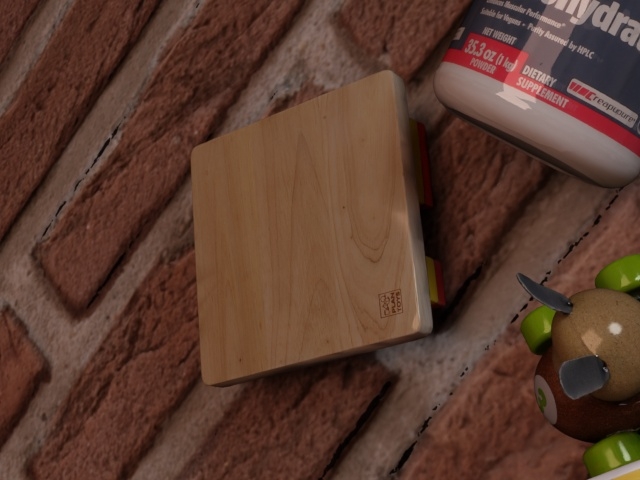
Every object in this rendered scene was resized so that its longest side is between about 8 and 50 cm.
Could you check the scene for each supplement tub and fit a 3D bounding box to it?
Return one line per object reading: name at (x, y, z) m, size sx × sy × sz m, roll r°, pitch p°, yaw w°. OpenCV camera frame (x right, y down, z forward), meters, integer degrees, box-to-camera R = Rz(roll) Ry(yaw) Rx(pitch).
supplement tub at (0.231, -0.198, 0.950) m, size 0.191 × 0.191 × 0.272 m, roll 31°, pitch 97°, yaw 38°

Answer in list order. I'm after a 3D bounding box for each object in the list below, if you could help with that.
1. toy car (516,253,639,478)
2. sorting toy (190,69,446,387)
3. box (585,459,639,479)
toy car at (0.208, 0.091, 0.887) m, size 0.149 × 0.188 × 0.155 m, roll -35°, pitch 58°, yaw 24°
sorting toy at (0.000, 0.000, 1.134) m, size 0.255 × 0.089 × 0.257 m, roll -18°, pitch 67°, yaw 33°
box at (0.209, 0.237, 0.837) m, size 0.203 × 0.114 × 0.103 m, roll -20°, pitch 62°, yaw -3°
